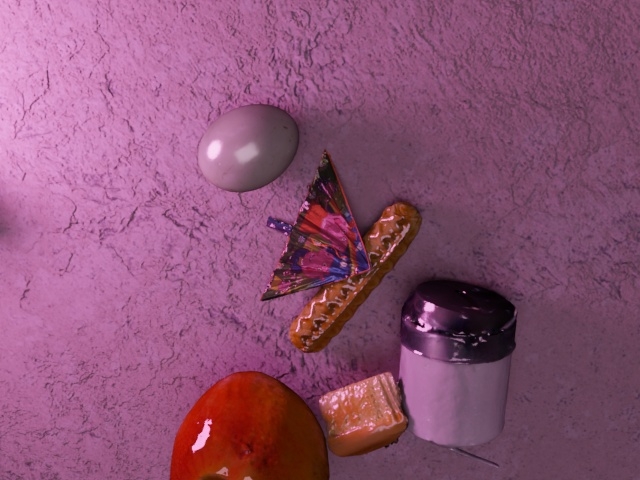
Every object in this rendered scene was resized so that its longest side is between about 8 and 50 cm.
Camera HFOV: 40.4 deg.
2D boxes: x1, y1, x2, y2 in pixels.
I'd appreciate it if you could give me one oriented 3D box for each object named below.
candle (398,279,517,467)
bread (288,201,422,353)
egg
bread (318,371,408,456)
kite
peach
[{"bbox_3d":[0.251,0.259,1.656,0.221,0.221,0.343,4,109,1],"label":"candle"},{"bbox_3d":[0.066,0.076,1.680,0.367,0.084,0.077,-52,55,14],"label":"bread"},{"bbox_3d":[-0.129,-0.167,1.569,0.192,0.149,0.149,-25,105,6],"label":"egg"},{"bbox_3d":[0.106,0.336,1.700,0.169,0.160,0.140,-23,71,17],"label":"bread"},{"bbox_3d":[0.000,0.000,1.647,0.233,0.016,0.321,26,101,17],"label":"kite"},{"bbox_3d":[-0.130,0.426,1.650,0.289,0.373,0.373,-28,105,13],"label":"peach"}]
